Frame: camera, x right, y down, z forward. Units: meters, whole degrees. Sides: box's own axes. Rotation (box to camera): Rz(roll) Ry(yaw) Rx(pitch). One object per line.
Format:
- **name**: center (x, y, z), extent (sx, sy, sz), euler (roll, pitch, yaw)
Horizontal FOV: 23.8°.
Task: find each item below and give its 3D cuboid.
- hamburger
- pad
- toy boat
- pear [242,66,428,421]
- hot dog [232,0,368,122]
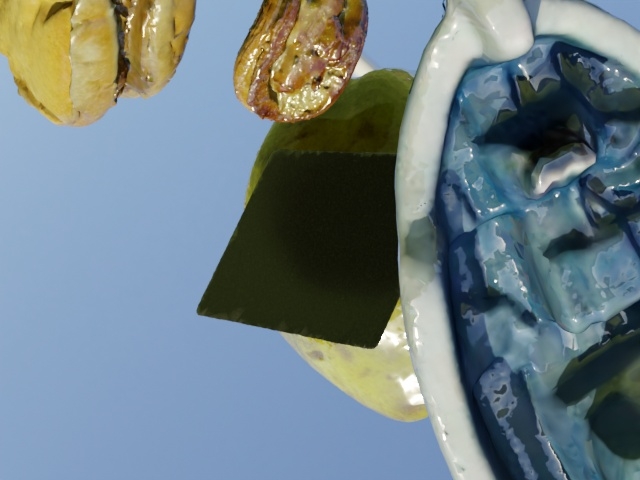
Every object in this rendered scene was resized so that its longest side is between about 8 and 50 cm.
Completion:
- **hamburger**: center (-0.197, -0.234, 1.118), extent (0.144, 0.259, 0.283), euler (-30, -119, -26)
- **pad**: center (0.000, 0.000, 1.043), extent (0.211, 0.003, 0.143), euler (8, -112, 53)
- **toy boat**: center (0.108, 0.061, 0.418), extent (0.129, 0.309, 0.142), euler (-30, -163, -3)
- **pear**: center (0.067, 0.002, 1.344), extent (0.269, 0.269, 0.321), euler (-24, -109, 42)
- **hot dog**: center (-0.018, -0.166, 1.262), extent (0.065, 0.099, 0.147), euler (38, -74, 57)
